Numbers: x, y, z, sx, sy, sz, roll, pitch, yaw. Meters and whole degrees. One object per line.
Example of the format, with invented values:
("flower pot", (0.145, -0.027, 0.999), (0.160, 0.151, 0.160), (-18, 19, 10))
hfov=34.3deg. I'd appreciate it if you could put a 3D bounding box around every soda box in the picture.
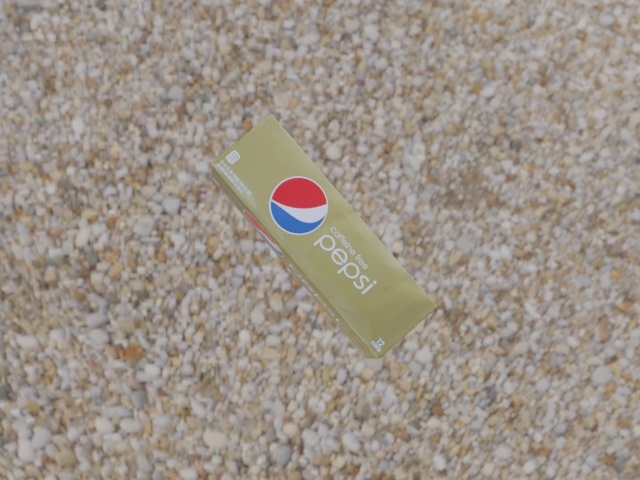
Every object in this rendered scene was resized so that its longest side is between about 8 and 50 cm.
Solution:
("soda box", (0.000, 0.000, 0.747), (0.058, 0.061, 0.181), (-41, 90, -8))
